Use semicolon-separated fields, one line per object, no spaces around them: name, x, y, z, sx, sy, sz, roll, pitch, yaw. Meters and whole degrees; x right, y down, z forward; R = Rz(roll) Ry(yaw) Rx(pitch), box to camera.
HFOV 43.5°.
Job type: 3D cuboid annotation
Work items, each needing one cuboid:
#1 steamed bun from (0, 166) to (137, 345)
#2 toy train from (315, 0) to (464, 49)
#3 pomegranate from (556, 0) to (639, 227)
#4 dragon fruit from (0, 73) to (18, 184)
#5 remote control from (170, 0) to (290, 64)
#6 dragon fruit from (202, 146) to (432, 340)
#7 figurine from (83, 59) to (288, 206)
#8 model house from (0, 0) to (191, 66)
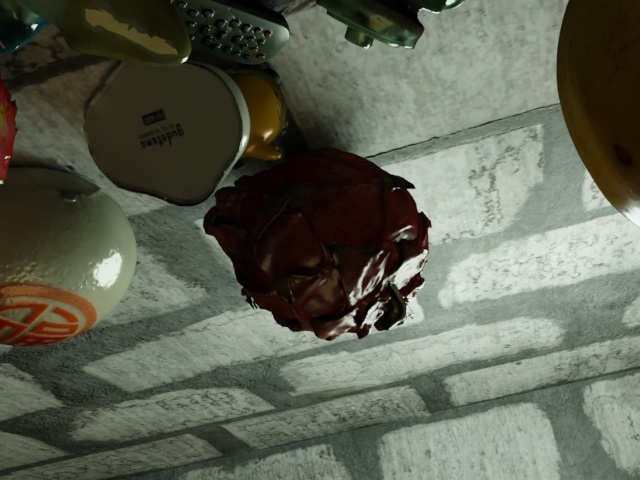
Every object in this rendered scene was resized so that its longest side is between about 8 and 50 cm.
steamed bun;-0.382;0.043;1.050;0.282;0.177;0.283;-8;152;-4
toy train;-0.025;-0.253;0.579;0.304;0.221;0.150;11;112;-42
pomegranate;0.412;-0.179;0.691;0.416;0.417;0.417;-7;152;-4
dragon fruit;-0.425;-0.107;0.751;0.268;0.210;0.205;0;111;-20
remote control;-0.129;-0.224;0.777;0.222;0.042;0.072;13;146;-37
dragon fruit;0.000;0.000;1.028;0.298;0.244;0.244;16;146;-12
figurine;-0.137;-0.141;0.897;0.249;0.167;0.141;3;-154;37
model house;-0.188;-0.219;0.453;0.325;0.194;0.267;37;138;-4
